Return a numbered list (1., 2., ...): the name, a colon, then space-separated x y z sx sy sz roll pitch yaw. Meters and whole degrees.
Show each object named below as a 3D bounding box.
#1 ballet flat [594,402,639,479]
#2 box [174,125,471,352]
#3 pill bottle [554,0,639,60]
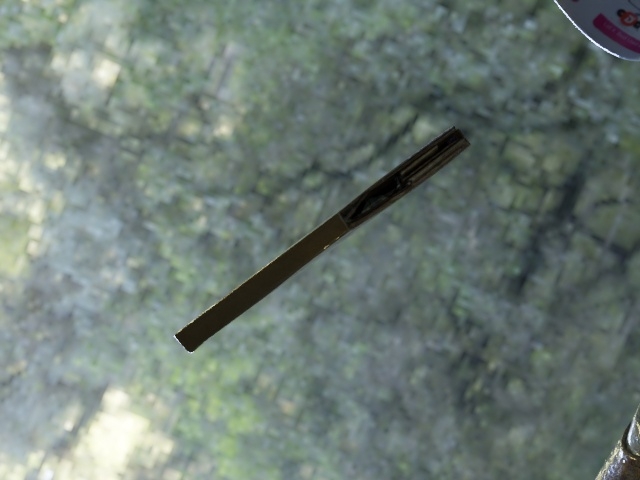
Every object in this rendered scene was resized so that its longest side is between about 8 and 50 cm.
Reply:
1. ballet flat: 0.296 0.113 1.129 0.316 0.107 0.106 -23 110 40
2. box: 0.000 0.000 1.188 0.021 0.201 0.164 54 -138 -1
3. pill bottle: 0.349 -0.311 1.528 0.160 0.283 0.160 28 -141 -25
